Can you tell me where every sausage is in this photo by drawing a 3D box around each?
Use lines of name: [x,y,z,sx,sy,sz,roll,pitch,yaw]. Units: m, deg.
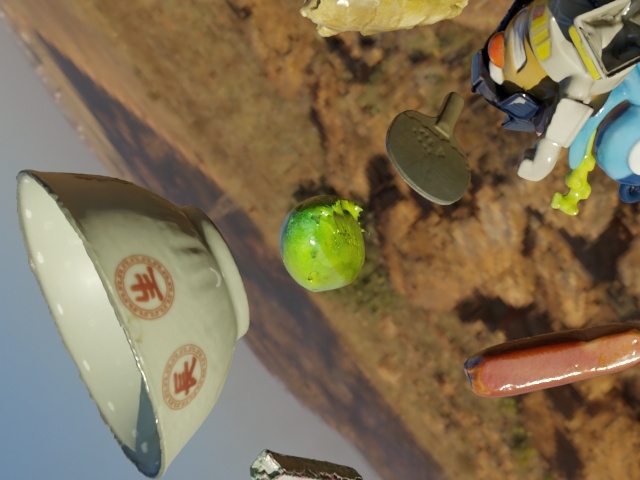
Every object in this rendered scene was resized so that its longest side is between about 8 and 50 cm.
sausage: [0.369,0.182,1.909,0.089,0.300,0.083,25,-126,-83]

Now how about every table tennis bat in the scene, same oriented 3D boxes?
table tennis bat: [0.152,-0.130,1.630,0.131,0.022,0.234,40,-141,-8]

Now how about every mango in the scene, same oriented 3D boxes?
mango: [-0.001,0.000,1.519,0.178,0.100,0.119,44,-134,-71]

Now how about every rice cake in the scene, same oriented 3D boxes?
rice cake: [-0.012,0.238,1.252,0.033,0.033,0.207,48,-170,29]

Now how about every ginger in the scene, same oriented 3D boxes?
ginger: [0.058,-0.247,1.253,0.205,0.115,0.081,14,-170,-36]

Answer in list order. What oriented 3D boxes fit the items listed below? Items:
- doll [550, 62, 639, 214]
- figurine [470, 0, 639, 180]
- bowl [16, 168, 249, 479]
doll: [0.462,-0.185,1.612,0.099,0.346,0.341,55,146,39]
figurine: [0.265,-0.207,1.328,0.143,0.308,0.308,32,176,-5]
bowl: [-0.173,0.061,1.276,0.337,0.157,0.337,49,153,37]
